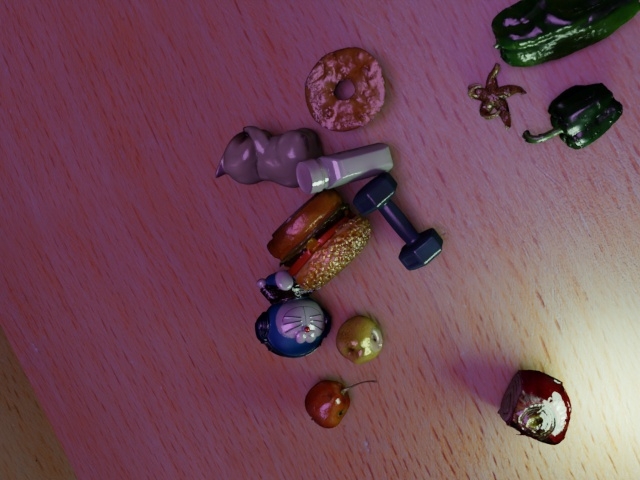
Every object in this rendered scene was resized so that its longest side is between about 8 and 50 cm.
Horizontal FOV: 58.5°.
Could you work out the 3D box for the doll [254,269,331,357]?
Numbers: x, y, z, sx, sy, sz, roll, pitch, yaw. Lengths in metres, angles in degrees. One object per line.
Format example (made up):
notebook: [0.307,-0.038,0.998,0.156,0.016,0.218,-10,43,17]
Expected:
doll: [-0.099,0.264,2.044,0.240,0.284,0.309,-24,77,62]

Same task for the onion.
onion: [0.704,0.527,1.830,0.207,0.216,0.206,23,92,3]

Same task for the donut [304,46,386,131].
donut: [0.090,-0.491,1.872,0.278,0.108,0.277,4,103,19]

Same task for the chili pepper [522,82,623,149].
chili pepper: [0.726,-0.343,1.653,0.261,0.173,0.165,-38,112,21]

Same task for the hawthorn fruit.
hawthorn fruit: [0.071,0.563,2.093,0.285,0.165,0.165,-42,86,17]

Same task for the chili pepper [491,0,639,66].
chili pepper: [0.674,-0.627,1.604,0.385,0.167,0.213,-19,97,21]

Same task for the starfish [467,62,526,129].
starfish: [0.546,-0.434,1.741,0.146,0.074,0.189,-31,90,24]

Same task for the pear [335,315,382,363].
pear: [0.135,0.352,2.010,0.178,0.178,0.177,4,103,19]

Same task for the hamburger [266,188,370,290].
hamburger: [0.000,0.000,1.894,0.330,0.330,0.250,-42,92,22]

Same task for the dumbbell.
dumbbell: [0.253,-0.061,1.855,0.144,0.160,0.325,-38,97,23]

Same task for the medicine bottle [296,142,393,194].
medicine bottle: [0.075,-0.234,1.832,0.161,0.296,0.111,-2,106,65]

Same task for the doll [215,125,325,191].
doll: [-0.157,-0.288,1.951,0.371,0.215,0.225,10,121,15]
